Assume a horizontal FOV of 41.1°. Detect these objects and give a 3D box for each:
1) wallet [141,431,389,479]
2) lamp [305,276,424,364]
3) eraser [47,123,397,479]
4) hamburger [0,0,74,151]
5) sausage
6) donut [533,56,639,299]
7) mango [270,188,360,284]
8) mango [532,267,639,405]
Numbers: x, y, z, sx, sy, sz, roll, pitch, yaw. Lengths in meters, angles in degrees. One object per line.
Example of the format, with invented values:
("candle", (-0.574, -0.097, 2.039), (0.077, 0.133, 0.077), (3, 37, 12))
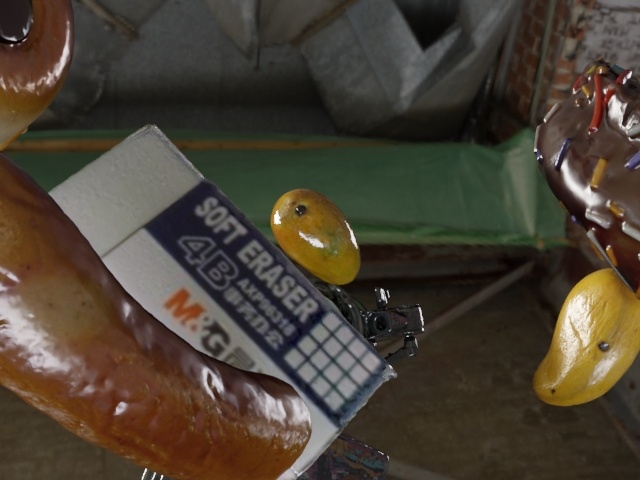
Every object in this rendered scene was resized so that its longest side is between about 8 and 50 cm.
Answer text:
("wallet", (-0.073, 0.371, 1.336), (0.062, 0.406, 0.228), (3, -116, 52))
("lamp", (-0.017, 0.182, 1.604), (0.374, 0.205, 0.272), (-17, 166, 27))
("eraser", (-0.086, 0.052, 0.685), (0.287, 0.086, 0.130), (46, -116, 5))
("hamburger", (-0.278, -0.166, 0.612), (0.147, 0.237, 0.237), (-7, -153, 23))
("sausage", (-0.109, 0.066, 0.478), (0.076, 0.302, 0.103), (-26, -138, 23))
("donut", (0.225, -0.012, 0.557), (0.235, 0.089, 0.235), (45, -162, -19))
("mango", (0.001, 0.000, 1.132), (0.089, 0.163, 0.111), (-47, -156, -7))
("mango", (0.447, 0.167, 1.402), (0.109, 0.262, 0.157), (12, -155, -27))
